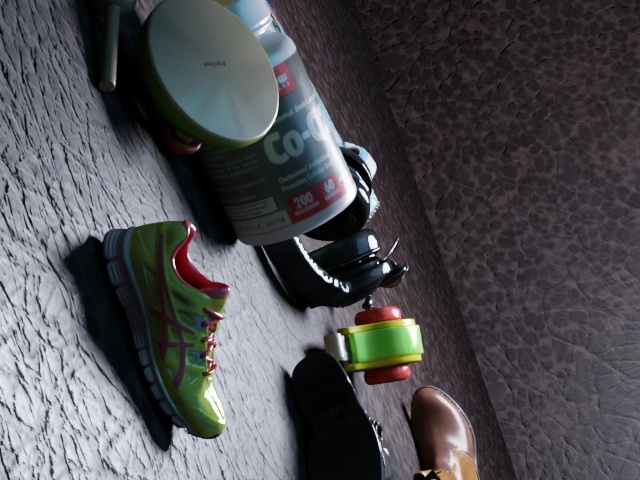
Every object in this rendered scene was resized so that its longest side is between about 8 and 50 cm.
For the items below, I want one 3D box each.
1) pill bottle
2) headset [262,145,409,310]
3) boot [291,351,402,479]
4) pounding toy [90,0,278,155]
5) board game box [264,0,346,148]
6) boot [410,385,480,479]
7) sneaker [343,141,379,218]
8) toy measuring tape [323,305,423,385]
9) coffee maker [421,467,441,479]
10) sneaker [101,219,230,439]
[{"bbox_3d":[-0.081,-0.151,1.860,0.161,0.161,0.283,-81,148,-71],"label":"pill bottle"},{"bbox_3d":[0.000,0.000,2.185,0.394,0.185,0.243,28,44,-52],"label":"headset"},{"bbox_3d":[0.057,0.278,1.913,0.229,0.091,0.263,57,13,-46],"label":"boot"},{"bbox_3d":[-0.169,-0.175,1.698,0.237,0.110,0.183,22,52,-36],"label":"pounding toy"},{"bbox_3d":[-0.053,-0.247,2.437,0.305,0.053,0.193,62,9,-1],"label":"board game box"},{"bbox_3d":[0.181,0.371,2.493,0.280,0.096,0.264,1,75,-72],"label":"boot"},{"bbox_3d":[0.053,-0.091,2.736,0.086,0.085,0.237,36,27,-21],"label":"sneaker"},{"bbox_3d":[0.083,0.148,2.201,0.330,0.121,0.121,33,37,-79],"label":"toy measuring tape"},{"bbox_3d":[0.214,0.449,2.233,0.171,0.120,0.178,37,8,-42],"label":"coffee maker"},{"bbox_3d":[-0.119,0.076,1.379,0.081,0.094,0.208,-57,126,-80],"label":"sneaker"}]
